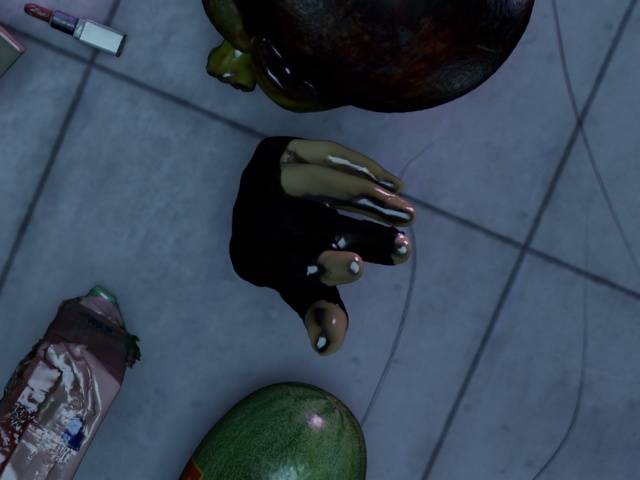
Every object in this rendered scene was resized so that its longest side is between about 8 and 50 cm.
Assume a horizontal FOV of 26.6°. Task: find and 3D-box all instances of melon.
[{"bbox_3d":[-0.064,0.279,1.371,0.182,0.182,0.288,30,89,-8],"label":"melon"}]

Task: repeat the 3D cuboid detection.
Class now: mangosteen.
[{"bbox_3d":[0.046,-0.270,1.273,0.330,0.330,0.330,-1,97,-6],"label":"mangosteen"}]

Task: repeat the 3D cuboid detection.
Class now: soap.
[{"bbox_3d":[-0.259,0.162,1.291,0.098,0.273,0.218,33,92,-8],"label":"soap"}]

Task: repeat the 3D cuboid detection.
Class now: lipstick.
[{"bbox_3d":[-0.251,-0.217,1.373,0.107,0.025,0.025,21,94,-3],"label":"lipstick"}]

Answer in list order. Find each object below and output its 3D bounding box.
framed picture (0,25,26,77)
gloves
[{"bbox_3d":[-0.467,-0.157,1.306,0.232,0.024,0.315,43,111,-11],"label":"framed picture"},{"bbox_3d":[-0.008,0.000,1.294,0.152,0.301,0.197,-4,99,-26],"label":"gloves"}]
